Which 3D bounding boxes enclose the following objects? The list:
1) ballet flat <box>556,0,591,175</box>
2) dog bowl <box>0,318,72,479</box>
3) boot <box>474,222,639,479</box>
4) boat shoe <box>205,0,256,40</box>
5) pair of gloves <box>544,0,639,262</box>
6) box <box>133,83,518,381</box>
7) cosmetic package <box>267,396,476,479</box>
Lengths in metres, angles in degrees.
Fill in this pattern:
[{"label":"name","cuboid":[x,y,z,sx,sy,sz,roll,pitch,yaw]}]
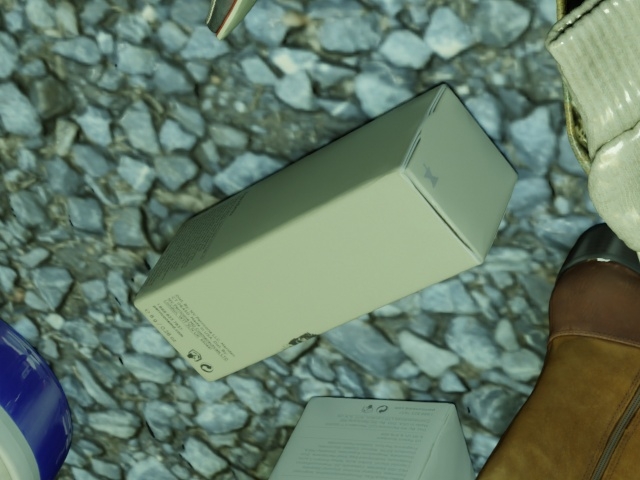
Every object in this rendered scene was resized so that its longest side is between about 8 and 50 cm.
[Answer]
[{"label":"ballet flat","cuboid":[0.184,-0.167,0.930,0.123,0.123,0.349,4,128,22]},{"label":"dog bowl","cuboid":[-0.365,0.167,1.465,0.265,0.104,0.265,12,131,14]},{"label":"boot","cuboid":[0.244,0.143,1.044,0.264,0.280,0.096,38,132,-9]},{"label":"boat shoe","cuboid":[-0.052,-0.193,1.061,0.043,0.049,0.137,30,131,3]},{"label":"pair of gloves","cuboid":[0.259,-0.088,0.915,0.240,0.042,0.204,-25,127,0]},{"label":"box","cuboid":[0.000,0.000,1.156,0.275,0.113,0.094,-25,115,39]},{"label":"cosmetic package","cuboid":[0.038,0.284,1.295,0.138,0.225,0.224,-1,126,25]}]
